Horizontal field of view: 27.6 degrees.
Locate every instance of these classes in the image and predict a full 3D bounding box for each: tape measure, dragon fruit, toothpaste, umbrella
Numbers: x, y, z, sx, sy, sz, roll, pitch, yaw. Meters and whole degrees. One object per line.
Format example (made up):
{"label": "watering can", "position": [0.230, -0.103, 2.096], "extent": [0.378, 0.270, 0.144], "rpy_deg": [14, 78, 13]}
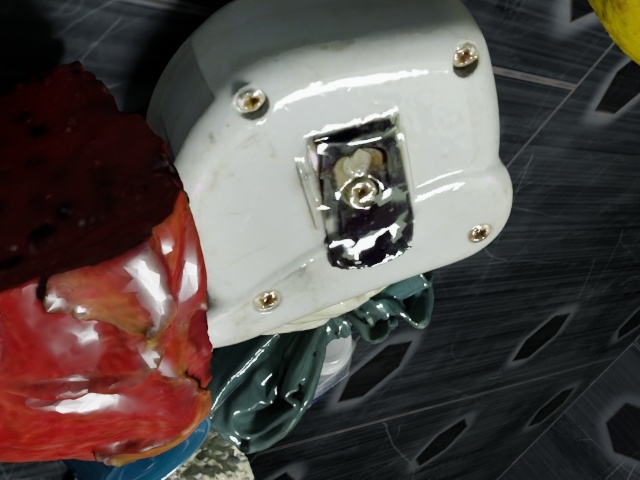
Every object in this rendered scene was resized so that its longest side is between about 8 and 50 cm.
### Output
{"label": "tape measure", "position": [0.001, -0.054, 0.935], "extent": [0.258, 0.130, 0.265], "rpy_deg": [-18, 136, -3]}
{"label": "dragon fruit", "position": [-0.211, 0.096, 0.759], "extent": [0.329, 0.228, 0.286], "rpy_deg": [-25, 131, -20]}
{"label": "toothpaste", "position": [0.001, 0.150, 1.532], "extent": [0.096, 0.061, 0.266], "rpy_deg": [-37, 165, -13]}
{"label": "umbrella", "position": [-0.043, 0.117, 1.271], "extent": [0.349, 0.143, 0.094], "rpy_deg": [-41, 118, -5]}

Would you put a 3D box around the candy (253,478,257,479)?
{"label": "candy", "position": [-0.081, 0.424, 1.509], "extent": [0.263, 0.398, 0.172], "rpy_deg": [-15, 115, -32]}

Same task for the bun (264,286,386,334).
{"label": "bun", "position": [0.000, 0.000, 1.134], "extent": [0.231, 0.133, 0.231], "rpy_deg": [-36, 157, -18]}

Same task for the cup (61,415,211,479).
{"label": "cup", "position": [-0.169, 0.105, 1.022], "extent": [0.131, 0.155, 0.176], "rpy_deg": [-26, 155, -33]}

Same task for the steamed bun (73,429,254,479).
{"label": "steamed bun", "position": [-0.152, 0.297, 1.391], "extent": [0.225, 0.170, 0.200], "rpy_deg": [-15, 143, -51]}

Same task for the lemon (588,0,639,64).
{"label": "lemon", "position": [0.330, -0.253, 1.031], "extent": [0.268, 0.268, 0.322], "rpy_deg": [-37, 175, -9]}
